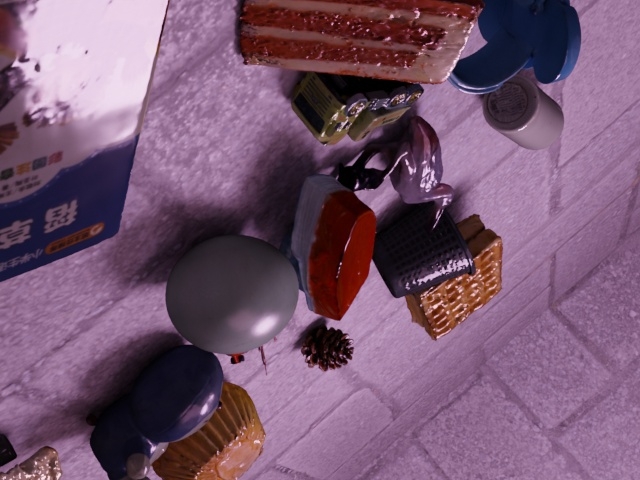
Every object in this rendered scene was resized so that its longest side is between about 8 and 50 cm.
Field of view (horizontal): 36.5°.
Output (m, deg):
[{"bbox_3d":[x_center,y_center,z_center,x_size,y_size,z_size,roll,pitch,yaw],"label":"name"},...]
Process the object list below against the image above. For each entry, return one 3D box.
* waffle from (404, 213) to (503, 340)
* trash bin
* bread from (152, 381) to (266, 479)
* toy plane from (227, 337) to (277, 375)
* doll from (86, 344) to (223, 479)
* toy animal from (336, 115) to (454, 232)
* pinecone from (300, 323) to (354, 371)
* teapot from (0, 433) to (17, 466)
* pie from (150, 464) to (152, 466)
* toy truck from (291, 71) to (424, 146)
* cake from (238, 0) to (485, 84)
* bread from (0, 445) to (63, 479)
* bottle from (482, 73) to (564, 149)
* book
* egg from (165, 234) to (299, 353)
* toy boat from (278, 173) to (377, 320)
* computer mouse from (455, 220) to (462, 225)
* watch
[{"bbox_3d":[0.277,0.086,2.036,0.213,0.091,0.308,-37,155,-5],"label":"waffle"},{"bbox_3d":[0.179,0.020,1.817,0.161,0.175,0.175,-27,158,-2],"label":"trash bin"},{"bbox_3d":[-0.212,0.372,1.822,0.240,0.139,0.240,-37,153,-23],"label":"bread"},{"bbox_3d":[-0.126,0.163,1.687,0.077,0.126,0.194,-13,-160,11],"label":"toy plane"},{"bbox_3d":[-0.257,0.280,1.573,0.258,0.154,0.228,-38,-168,11],"label":"doll"},{"bbox_3d":[0.148,-0.111,1.585,0.195,0.090,0.324,-46,148,24],"label":"toy animal"},{"bbox_3d":[0.017,0.217,1.983,0.109,0.102,0.102,-20,176,41],"label":"pinecone"},{"bbox_3d":[-0.498,0.326,1.401,0.110,0.043,0.043,-31,157,-14],"label":"teapot"},{"bbox_3d":[-0.313,0.405,1.885,0.084,0.021,0.084,-41,158,-20],"label":"pie"},{"bbox_3d":[0.044,-0.183,1.285,0.191,0.085,0.116,-20,155,-48],"label":"toy truck"},{"bbox_3d":[0.054,-0.239,1.091,0.262,0.160,0.158,-29,159,-25],"label":"cake"},{"bbox_3d":[-0.509,0.409,1.433,0.183,0.211,0.224,-26,120,-60],"label":"bread"},{"bbox_3d":[0.372,-0.222,1.737,0.104,0.104,0.245,-48,157,16],"label":"bottle"},{"bbox_3d":[-0.296,-0.102,0.924,0.300,0.039,0.428,-25,153,-36],"label":"book"},{"bbox_3d":[-0.122,0.075,1.378,0.168,0.168,0.231,-50,162,21],"label":"egg"},{"bbox_3d":[0.000,0.000,1.475,0.145,0.133,0.332,-57,166,-21],"label":"toy boat"},{"bbox_3d":[0.253,0.038,2.090,0.125,0.056,0.245,-29,152,-21],"label":"computer mouse"},{"bbox_3d":[0.222,-0.298,1.278,0.193,0.211,0.211,-9,145,-24],"label":"watch"}]
